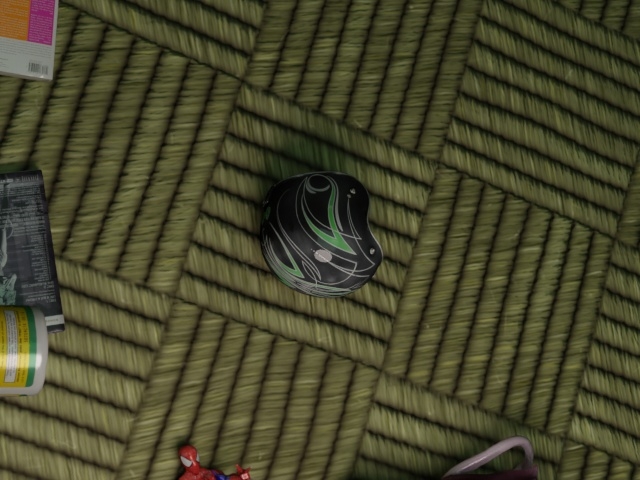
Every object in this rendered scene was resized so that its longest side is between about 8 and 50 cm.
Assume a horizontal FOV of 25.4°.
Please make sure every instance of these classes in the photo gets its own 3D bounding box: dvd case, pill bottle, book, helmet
[{"bbox_3d":[-0.434,0.023,1.880,0.165,0.018,0.221,-8,86,-23],"label":"dvd case"},{"bbox_3d":[-0.456,0.138,1.784,0.208,0.117,0.117,2,82,-23],"label":"pill bottle"},{"bbox_3d":[-0.406,-0.294,1.929,0.096,0.035,0.144,8,80,-25],"label":"book"},{"bbox_3d":[0.000,0.000,1.990,0.169,0.169,0.161,3,66,-22],"label":"helmet"}]

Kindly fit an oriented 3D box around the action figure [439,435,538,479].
[{"bbox_3d":[0.135,0.374,1.981,0.370,0.248,0.275,0,47,1],"label":"action figure"}]

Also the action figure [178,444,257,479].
[{"bbox_3d":[-0.121,0.404,1.901,0.091,0.139,0.280,-22,89,-25],"label":"action figure"}]
